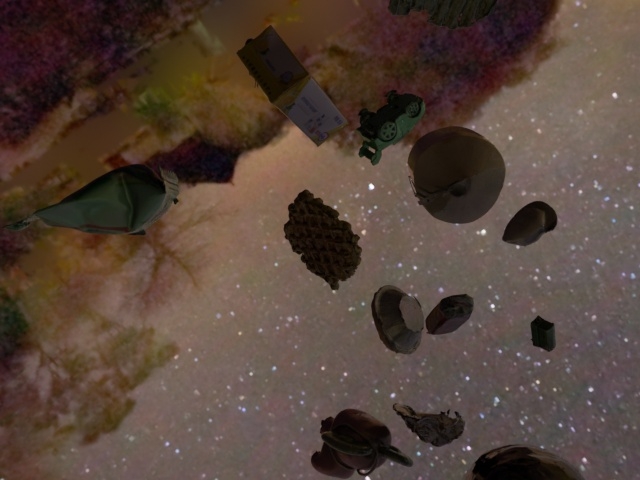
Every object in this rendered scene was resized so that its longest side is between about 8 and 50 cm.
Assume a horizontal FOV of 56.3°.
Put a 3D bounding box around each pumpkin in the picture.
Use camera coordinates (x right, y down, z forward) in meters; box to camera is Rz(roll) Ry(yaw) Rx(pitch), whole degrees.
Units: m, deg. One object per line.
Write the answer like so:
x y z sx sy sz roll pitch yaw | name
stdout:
0.483 0.694 1.362 0.344 0.454 0.454 6 -160 -2 | pumpkin

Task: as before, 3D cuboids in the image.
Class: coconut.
0.430 -0.209 1.910 0.323 0.323 0.323 -34 -164 11 | coconut

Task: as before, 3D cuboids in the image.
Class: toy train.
0.559 0.235 1.501 0.038 0.093 0.056 -36 -143 -25 | toy train
0.135 -0.225 1.170 0.149 0.081 0.099 -35 -145 -8 | toy train

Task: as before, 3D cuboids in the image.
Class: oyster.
0.300 0.518 1.680 0.354 0.201 0.107 58 42 -73 | oyster

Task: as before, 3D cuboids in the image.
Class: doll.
0.110 0.614 1.754 0.268 0.284 0.216 -3 -111 64 | doll

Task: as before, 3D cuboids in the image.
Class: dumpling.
0.709 -0.055 2.034 0.176 0.093 0.150 -47 -152 44 | dumpling

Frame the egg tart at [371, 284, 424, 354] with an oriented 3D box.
0.257 0.243 1.888 0.094 0.234 0.234 -31 -163 36 | egg tart

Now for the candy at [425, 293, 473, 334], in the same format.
0.323 0.189 1.508 0.086 0.059 0.292 -4 154 -10 | candy

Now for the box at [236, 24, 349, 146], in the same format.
-0.055 -0.336 1.340 0.097 0.168 0.265 -39 156 10 | box

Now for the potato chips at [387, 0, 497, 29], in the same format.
0.406 -0.812 1.804 0.389 0.373 0.097 -55 -137 40 | potato chips

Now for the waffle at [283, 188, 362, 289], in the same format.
0.001 -0.001 1.536 0.052 0.254 0.245 -34 157 -35 | waffle

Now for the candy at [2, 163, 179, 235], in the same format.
-0.562 -0.091 1.516 0.398 0.171 0.263 -10 178 -9 | candy

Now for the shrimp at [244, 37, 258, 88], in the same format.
-0.213 -0.575 1.946 0.057 0.165 0.065 -36 -142 -29 | shrimp
